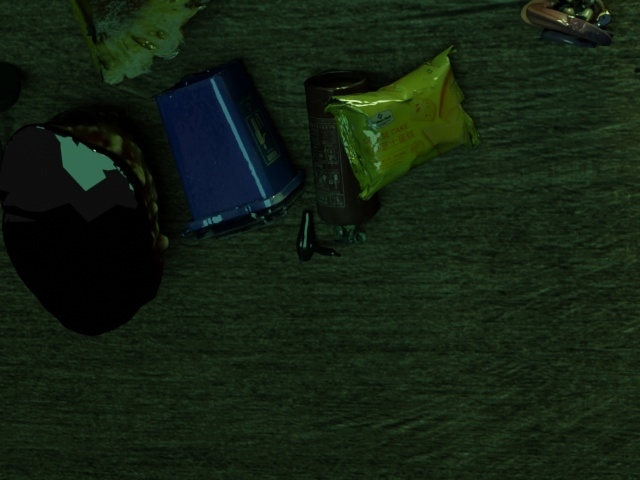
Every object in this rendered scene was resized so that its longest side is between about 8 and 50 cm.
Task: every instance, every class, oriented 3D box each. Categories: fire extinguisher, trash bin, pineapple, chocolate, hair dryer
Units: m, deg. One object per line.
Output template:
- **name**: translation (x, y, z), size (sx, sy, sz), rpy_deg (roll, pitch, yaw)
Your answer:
- **fire extinguisher**: translation (0.033, -0.109, 2.024), size (0.105, 0.105, 0.269), rpy_deg (0, 114, 14)
- **trash bin**: translation (-0.147, -0.130, 2.025), size (0.184, 0.162, 0.234), rpy_deg (-17, 104, 20)
- **pineapple**: translation (-0.274, -0.434, 1.903), size (0.209, 0.286, 0.344), rpy_deg (-21, 149, -15)
- **chocolate**: translation (-0.343, -0.050, 2.079), size (0.225, 0.210, 0.340), rpy_deg (-8, 113, 10)
- **hair dryer**: translation (0.000, 0.000, 2.103), size (0.083, 0.031, 0.079), rpy_deg (17, 112, 32)

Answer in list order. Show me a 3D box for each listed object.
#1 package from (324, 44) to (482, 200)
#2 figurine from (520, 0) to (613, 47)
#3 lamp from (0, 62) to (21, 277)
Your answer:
- **package**: translation (0.122, -0.167, 1.940), size (0.226, 0.090, 0.168), rpy_deg (-29, 115, -19)
- **figurine**: translation (0.332, -0.330, 1.847), size (0.126, 0.114, 0.157), rpy_deg (-2, 85, -18)
- **lamp**: translation (-0.500, -0.086, 2.156), size (0.130, 0.108, 0.371), rpy_deg (6, 115, 11)
